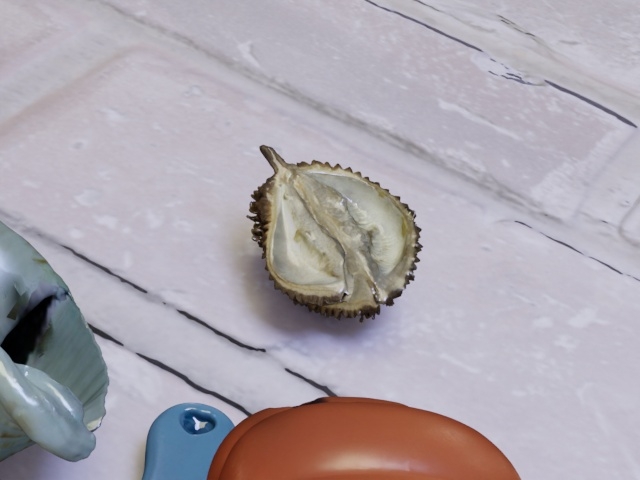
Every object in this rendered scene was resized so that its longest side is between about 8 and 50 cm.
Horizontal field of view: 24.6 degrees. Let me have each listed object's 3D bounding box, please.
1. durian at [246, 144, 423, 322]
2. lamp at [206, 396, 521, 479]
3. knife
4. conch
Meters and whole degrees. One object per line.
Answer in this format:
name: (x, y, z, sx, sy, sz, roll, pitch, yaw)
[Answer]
durian: (-0.002, 0.002, 0.941, 0.110, 0.071, 0.140, -23, 63, -33)
lamp: (0.023, 0.161, 0.648, 0.164, 0.187, 0.187, 6, 37, -12)
knife: (-0.104, 0.169, 0.733, 0.058, 0.032, 0.244, 21, 41, 8)
conch: (-0.213, 0.062, 0.749, 0.200, 0.131, 0.172, 47, 13, -1)
